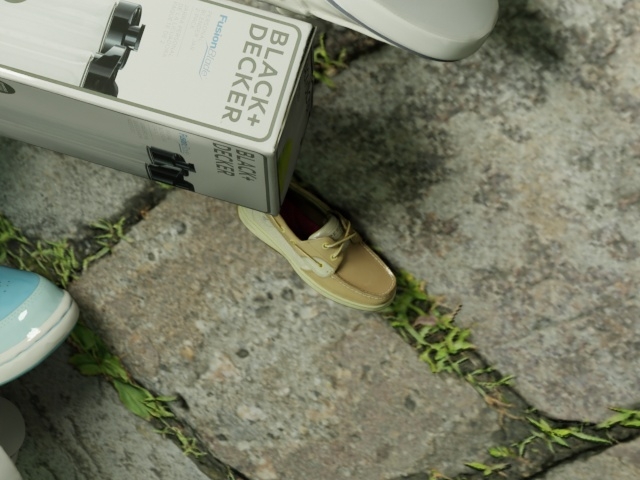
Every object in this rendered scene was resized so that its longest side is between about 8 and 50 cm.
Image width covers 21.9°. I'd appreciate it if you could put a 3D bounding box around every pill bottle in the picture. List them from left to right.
[{"bbox_3d":[-0.345,0.208,1.602,0.087,0.087,0.160,41,139,-6],"label":"pill bottle"}]

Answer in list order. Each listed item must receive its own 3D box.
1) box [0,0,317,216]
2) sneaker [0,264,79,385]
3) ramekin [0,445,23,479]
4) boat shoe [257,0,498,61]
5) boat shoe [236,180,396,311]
[{"bbox_3d":[-0.152,-0.112,1.061,0.289,0.087,0.169,16,167,2],"label":"box"},{"bbox_3d":[-0.366,0.023,1.411,0.319,0.127,0.208,-4,127,36],"label":"sneaker"},{"bbox_3d":[-0.401,0.205,1.438,0.277,0.135,0.277,27,147,19],"label":"ramekin"},{"bbox_3d":[-0.017,-0.180,0.997,0.267,0.096,0.088,32,144,7],"label":"boat shoe"},{"bbox_3d":[0.000,0.000,1.190,0.135,0.050,0.045,34,145,2],"label":"boat shoe"}]
